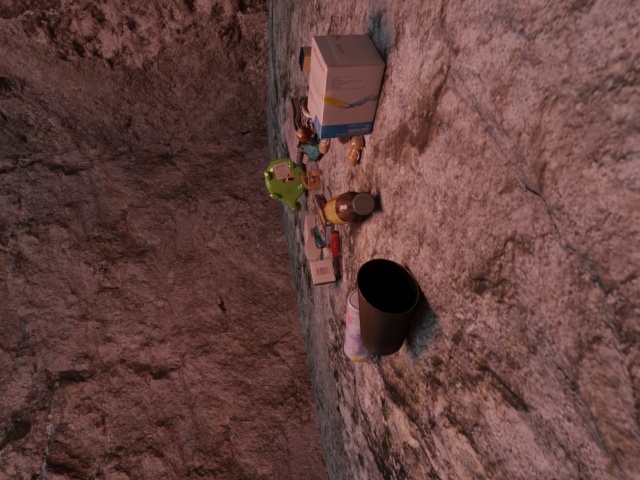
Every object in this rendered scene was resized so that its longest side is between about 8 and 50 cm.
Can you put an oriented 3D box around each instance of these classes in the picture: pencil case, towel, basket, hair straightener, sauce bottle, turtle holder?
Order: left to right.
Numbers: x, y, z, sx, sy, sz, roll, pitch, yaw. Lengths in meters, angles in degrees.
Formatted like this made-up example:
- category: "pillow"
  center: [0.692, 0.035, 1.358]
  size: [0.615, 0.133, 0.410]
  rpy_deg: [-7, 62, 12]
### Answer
- category: "turtle holder"
  center: [-0.180, -0.340, 2.419]
  size: [0.320, 0.243, 0.227]
  rpy_deg: [45, -170, -8]
- category: "towel"
  center: [-0.113, -0.572, 2.108]
  size: [0.235, 0.121, 0.284]
  rpy_deg: [105, 155, -60]
- category: "hair straightener"
  center: [0.075, 0.062, 1.823]
  size: [0.089, 0.047, 0.230]
  rpy_deg: [-79, -19, -70]
- category: "sauce bottle"
  center: [0.096, -0.111, 1.399]
  size: [0.344, 0.111, 0.111]
  rpy_deg: [-171, 73, -79]
- category: "pencil case"
  center: [0.145, 0.303, 1.424]
  size: [0.124, 0.113, 0.273]
  rpy_deg: [-127, 30, -50]
- category: "basket"
  center: [0.177, 0.199, 1.126]
  size: [0.204, 0.154, 0.227]
  rpy_deg: [-109, 13, -48]

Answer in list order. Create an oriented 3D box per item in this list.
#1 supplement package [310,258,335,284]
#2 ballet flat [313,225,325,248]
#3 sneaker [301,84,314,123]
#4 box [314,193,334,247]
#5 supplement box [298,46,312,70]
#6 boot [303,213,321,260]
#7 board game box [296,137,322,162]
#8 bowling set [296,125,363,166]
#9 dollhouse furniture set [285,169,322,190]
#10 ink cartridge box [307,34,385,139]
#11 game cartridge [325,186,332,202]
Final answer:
- category: "supplement package"
  center: [0.012, 0.153, 1.922]
  size: [0.179, 0.105, 0.105]
  rpy_deg: [78, -179, -81]
- category: "ballet flat"
  center: [0.000, 0.000, 2.051]
  size: [0.203, 0.074, 0.074]
  rpy_deg: [-104, 12, -57]
- category: "sneaker"
  center: [-0.028, -0.533, 1.706]
  size: [0.282, 0.099, 0.153]
  rpy_deg: [-88, 3, -49]
- category: "box"
  center: [0.015, -0.099, 1.970]
  size: [0.233, 0.044, 0.159]
  rpy_deg: [-112, 18, -51]
- category: "supplement box"
  center: [-0.044, -0.773, 1.728]
  size: [0.083, 0.083, 0.056]
  rpy_deg: [112, 149, -67]
- category: "boot"
  center: [-0.046, -0.013, 2.256]
  size: [0.123, 0.095, 0.258]
  rpy_deg: [133, 137, -83]
- category: "board game box"
  center: [-0.046, -0.435, 1.908]
  size: [0.126, 0.026, 0.186]
  rpy_deg: [38, 170, -6]
- category: "bowling set"
  center: [0.026, -0.388, 1.381]
  size: [0.154, 0.200, 0.287]
  rpy_deg: [105, 151, -59]
- category: "dollhouse furniture set"
  center: [-0.086, -0.296, 2.046]
  size: [0.182, 0.161, 0.101]
  rpy_deg: [-149, 52, -77]
- category: "ink cartridge box"
  center: [0.066, -0.447, 1.185]
  size: [0.233, 0.168, 0.171]
  rpy_deg: [97, 161, -52]
- category: "game cartridge"
  center: [0.037, -0.207, 1.868]
  size: [0.056, 0.017, 0.083]
  rpy_deg: [91, 166, -49]
